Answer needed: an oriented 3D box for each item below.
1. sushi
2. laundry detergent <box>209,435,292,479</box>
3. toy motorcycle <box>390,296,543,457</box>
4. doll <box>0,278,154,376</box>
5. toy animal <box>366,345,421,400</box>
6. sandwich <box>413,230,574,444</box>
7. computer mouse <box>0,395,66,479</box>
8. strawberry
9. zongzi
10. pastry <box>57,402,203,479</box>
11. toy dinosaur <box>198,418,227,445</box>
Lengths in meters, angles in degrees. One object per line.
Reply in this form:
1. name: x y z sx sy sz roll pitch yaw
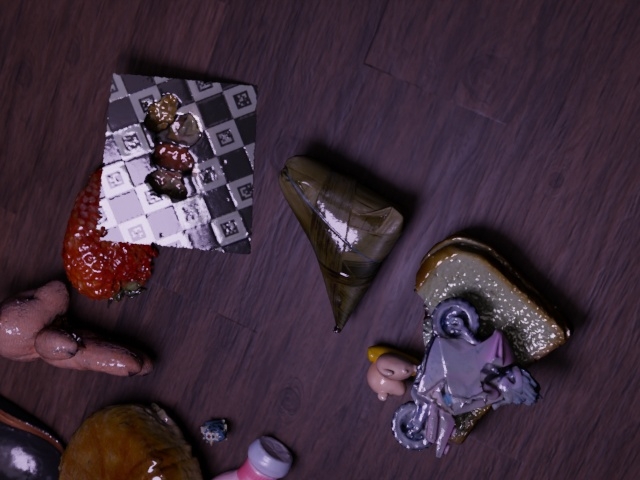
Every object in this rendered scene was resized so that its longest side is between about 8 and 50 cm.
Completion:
1. sushi: -0.240 -0.131 1.909 0.264 0.050 0.290 4 100 -5
2. laundry detergent: -0.163 0.493 1.978 0.159 0.088 0.335 36 107 7
3. toy motorcycle: 0.233 0.227 1.704 0.204 0.108 0.239 21 108 4
4. doll: -0.432 0.153 1.960 0.303 0.201 0.156 12 79 9
5. toy animal: 0.120 0.224 1.840 0.091 0.114 0.082 17 93 -19
6. sandwich: 0.226 0.151 1.795 0.254 0.099 0.288 39 108 -1
7. computer mouse: -0.611 0.384 2.078 0.323 0.116 0.183 30 102 10
8. strawberry: -0.386 -0.001 1.944 0.175 0.107 0.236 -22 93 19
9. zongzi: 0.000 0.000 1.829 0.221 0.112 0.242 31 108 7
10. pastry: -0.343 0.447 1.962 0.329 0.136 0.330 -3 85 34
11. toy dinosaur: -0.188 0.334 1.967 0.047 0.083 0.031 -4 100 -12
